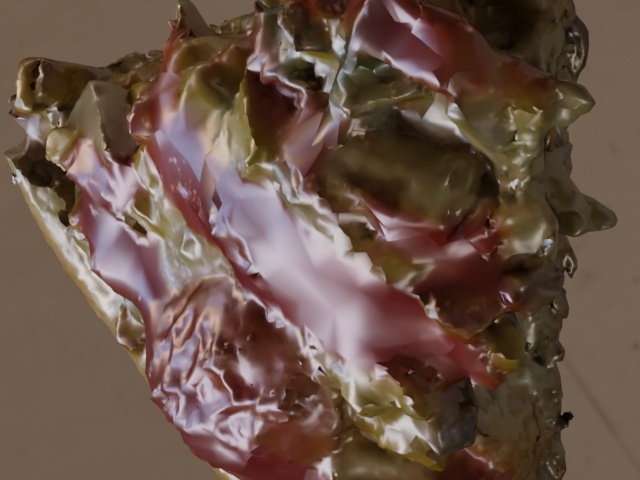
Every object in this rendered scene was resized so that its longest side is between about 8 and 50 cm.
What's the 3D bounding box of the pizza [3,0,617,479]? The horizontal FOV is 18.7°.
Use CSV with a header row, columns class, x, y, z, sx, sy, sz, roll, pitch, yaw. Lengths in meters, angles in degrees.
class,x,y,z,sx,sy,sz,roll,pitch,yaw
pizza,0.000,0.000,0.395,0.188,0.062,0.199,46,144,18
